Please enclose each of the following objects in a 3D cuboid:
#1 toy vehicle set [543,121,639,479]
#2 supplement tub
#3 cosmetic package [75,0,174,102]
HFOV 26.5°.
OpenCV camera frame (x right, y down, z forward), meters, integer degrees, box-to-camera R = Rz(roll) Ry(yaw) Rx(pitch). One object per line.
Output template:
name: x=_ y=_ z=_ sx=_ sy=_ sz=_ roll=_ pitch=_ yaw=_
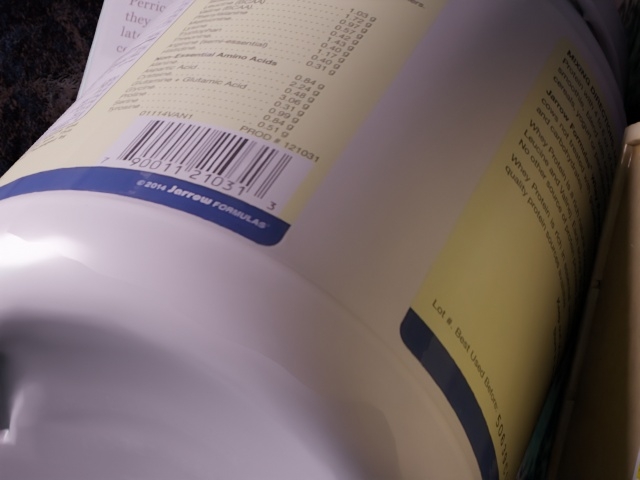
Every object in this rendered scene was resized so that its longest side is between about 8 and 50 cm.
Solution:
toy vehicle set: x=0.130 y=0.034 z=0.415 sx=0.267 sy=0.035 sz=0.166 roll=170 pitch=113 yaw=-86
supplement tub: x=0.000 y=0.000 z=0.592 sx=0.325 sy=0.235 sz=0.235 roll=-57 pitch=-11 yaw=-44
cosmetic package: x=-0.065 y=-0.134 z=1.461 sx=0.329 sy=0.327 sz=0.393 roll=91 pitch=-168 yaw=-80
